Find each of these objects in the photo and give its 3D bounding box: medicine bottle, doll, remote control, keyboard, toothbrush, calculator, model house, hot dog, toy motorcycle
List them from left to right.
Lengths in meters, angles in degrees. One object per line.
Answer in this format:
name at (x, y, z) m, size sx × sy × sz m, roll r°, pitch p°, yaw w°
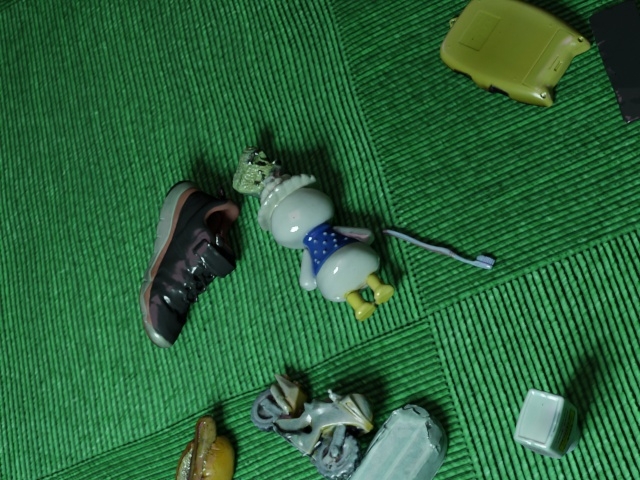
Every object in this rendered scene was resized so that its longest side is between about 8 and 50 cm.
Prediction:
hot dog at (-0.174, 0.340, 1.728) m, size 0.090 × 0.060 × 0.140 m, roll 14°, pitch 73°, yaw 26°
model house at (-0.090, -0.106, 1.860) m, size 0.083 × 0.066 × 0.078 m, roll 16°, pitch 80°, yaw 30°
toy motorcycle at (-0.004, 0.259, 1.661) m, size 0.229 × 0.094 × 0.130 m, roll 27°, pitch 78°, yaw 46°
doll at (0.000, 0.000, 1.750) m, size 0.138 × 0.119 × 0.293 m, roll -41°, pitch 63°, yaw -2°
remote control at (0.086, 0.346, 1.597) m, size 0.104 × 0.052 × 0.247 m, roll 30°, pitch 83°, yaw 32°
toothbrush at (0.175, 0.010, 1.707) m, size 0.193 × 0.013 × 0.019 m, roll 18°, pitch 73°, yaw 31°
calculator at (0.290, -0.304, 1.764) m, size 0.236 × 0.033 × 0.157 m, roll 31°, pitch 87°, yaw 35°
medicine bottle at (0.301, 0.244, 1.485) m, size 0.055 × 0.118 × 0.074 m, roll 12°, pitch 75°, yaw 30°
keyboard at (0.457, -0.266, 1.674) m, size 0.074 × 0.015 × 0.196 m, roll -19°, pitch 63°, yaw 15°

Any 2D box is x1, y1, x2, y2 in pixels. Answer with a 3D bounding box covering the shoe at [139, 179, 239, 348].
shoe at (-0.202, 0.041, 1.839) m, size 0.137 × 0.114 × 0.291 m, roll 4°, pitch 69°, yaw 23°
